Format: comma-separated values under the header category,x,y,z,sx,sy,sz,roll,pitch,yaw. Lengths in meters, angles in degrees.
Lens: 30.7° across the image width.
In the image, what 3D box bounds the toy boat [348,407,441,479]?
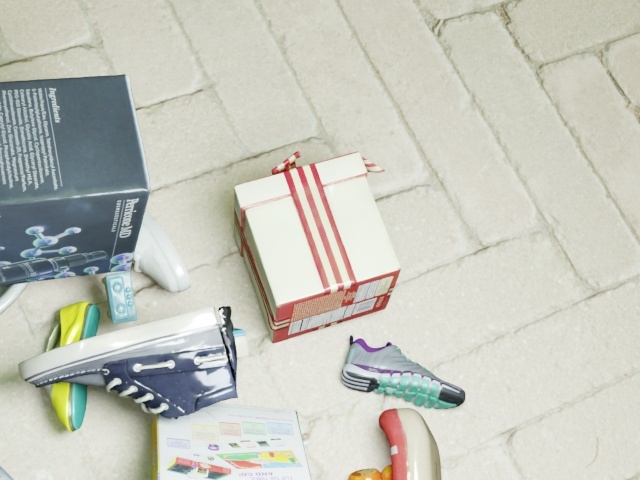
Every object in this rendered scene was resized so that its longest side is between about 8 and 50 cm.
category,x,y,z,sx,sy,sz,roll,pitch,yaw
toy boat,0.119,0.394,1.928,0.151,0.151,0.231,-8,63,13

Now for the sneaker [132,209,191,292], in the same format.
category,x,y,z,sx,sy,sz,roll,pitch,yaw
sneaker,-0.363,0.009,1.999,0.169,0.108,0.292,-32,67,-24

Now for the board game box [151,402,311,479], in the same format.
category,x,y,z,sx,sy,sz,roll,pitch,yaw
board game box,-0.139,0.361,1.793,0.242,0.064,0.316,7,23,-11

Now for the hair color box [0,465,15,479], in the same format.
category,x,y,z,sx,sy,sz,roll,pitch,yaw
hair color box,-0.461,0.457,1.658,0.374,0.113,0.185,37,75,22

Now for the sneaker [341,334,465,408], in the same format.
category,x,y,z,sx,sy,sz,roll,pitch,yaw
sneaker,0.151,0.225,2.039,0.223,0.083,0.098,15,56,-7

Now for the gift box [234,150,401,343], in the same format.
category,x,y,z,sx,sy,sz,roll,pitch,yaw
gift box,0.000,0.000,2.016,0.276,0.255,0.258,-16,71,-16

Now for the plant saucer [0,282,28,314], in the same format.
category,x,y,z,sx,sy,sz,roll,pitch,yaw
plant saucer,-0.662,-0.003,1.918,0.400,0.100,0.400,6,63,-13

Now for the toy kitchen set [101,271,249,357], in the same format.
category,x,y,z,sx,sy,sz,roll,pitch,yaw
toy kitchen set,-0.242,0.123,1.923,0.207,0.122,0.166,-9,93,-20

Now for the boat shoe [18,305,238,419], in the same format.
category,x,y,z,sx,sy,sz,roll,pitch,yaw
boat shoe,-0.287,0.215,1.814,0.340,0.127,0.158,-15,87,-5

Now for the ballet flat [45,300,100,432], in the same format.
category,x,y,z,sx,sy,sz,roll,pitch,yaw
ballet flat,-0.415,0.206,1.905,0.077,0.077,0.231,-1,60,8

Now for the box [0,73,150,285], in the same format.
category,x,y,z,sx,sy,sz,roll,pitch,yaw
box,-0.485,-0.080,1.781,0.395,0.293,0.212,-7,67,-18
